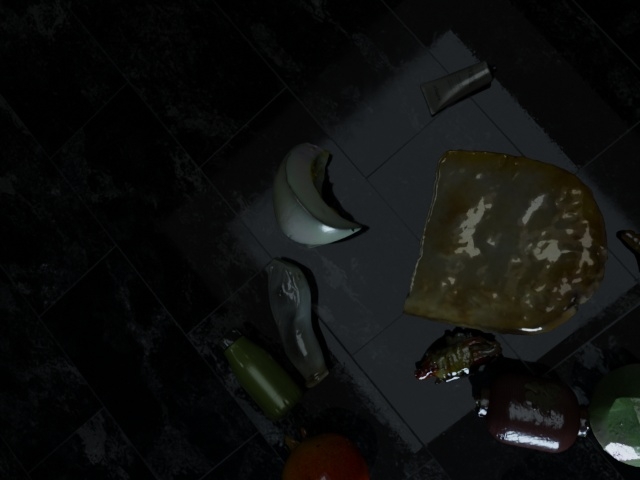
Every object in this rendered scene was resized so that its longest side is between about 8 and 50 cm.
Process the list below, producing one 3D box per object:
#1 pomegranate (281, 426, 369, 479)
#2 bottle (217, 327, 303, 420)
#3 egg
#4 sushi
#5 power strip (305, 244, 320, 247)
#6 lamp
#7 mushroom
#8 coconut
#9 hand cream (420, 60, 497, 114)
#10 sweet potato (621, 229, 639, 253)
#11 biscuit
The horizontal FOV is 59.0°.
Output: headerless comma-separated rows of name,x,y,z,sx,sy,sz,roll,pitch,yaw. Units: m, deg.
pomegranate,0.002,0.580,1.414,0.256,0.221,0.221,40,98,37
bottle,-0.166,0.345,1.493,0.112,0.112,0.260,-45,82,8
egg,-0.041,-0.092,1.436,0.162,0.206,0.271,-43,71,40
sushi,0.334,0.285,1.406,0.226,0.103,0.097,-24,113,8
power strip,0.000,0.000,1.507,0.083,0.017,0.027,-13,89,11
lamp,0.494,0.399,1.339,0.258,0.180,0.180,9,92,14
mushroom,-0.063,0.212,1.485,0.109,0.097,0.351,-13,92,14
coconut,0.720,0.388,1.259,0.235,0.236,0.205,-7,50,11
hand cream,0.351,-0.394,1.423,0.186,0.054,0.087,-22,81,17
sweet potato,0.858,0.086,1.312,0.346,0.079,0.108,25,67,11
biscuit,0.434,0.004,1.338,0.446,0.104,0.429,7,88,30
